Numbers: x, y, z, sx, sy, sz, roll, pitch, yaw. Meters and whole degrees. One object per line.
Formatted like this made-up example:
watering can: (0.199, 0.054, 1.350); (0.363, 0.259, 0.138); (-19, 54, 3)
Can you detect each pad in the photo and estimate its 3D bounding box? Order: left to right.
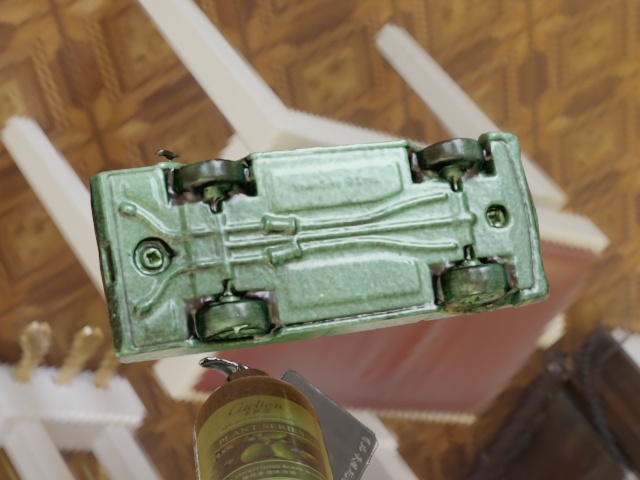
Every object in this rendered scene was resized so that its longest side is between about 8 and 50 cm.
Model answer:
pad: (-0.017, 0.196, 1.494); (0.003, 0.112, 0.157); (-43, -168, 47)

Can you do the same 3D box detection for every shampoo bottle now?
shampoo bottle: (-0.044, 0.170, 1.273); (0.101, 0.284, 0.101); (-3, 115, -6)

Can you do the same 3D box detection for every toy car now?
toy car: (0.000, 0.000, 1.213); (0.320, 0.141, 0.097); (-7, 166, -16)
